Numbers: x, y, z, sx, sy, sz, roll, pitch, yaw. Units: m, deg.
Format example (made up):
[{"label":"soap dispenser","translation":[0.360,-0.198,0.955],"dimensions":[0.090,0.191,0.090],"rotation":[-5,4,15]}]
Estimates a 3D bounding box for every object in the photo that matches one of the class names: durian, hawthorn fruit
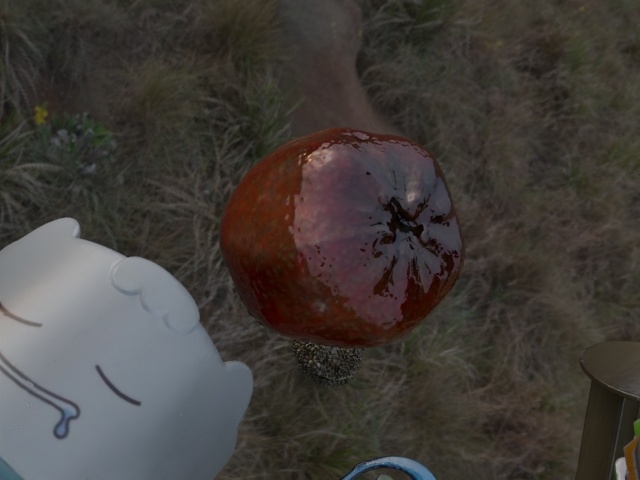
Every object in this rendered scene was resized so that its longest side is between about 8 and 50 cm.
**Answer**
[{"label":"durian","translation":[0.006,0.104,0.719],"dimensions":[0.080,0.080,0.091],"rotation":[2,33,-39]},{"label":"hawthorn fruit","translation":[0.000,0.000,0.520],"dimensions":[0.157,0.194,0.157],"rotation":[3,85,-43]}]

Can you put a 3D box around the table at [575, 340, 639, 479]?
[{"label":"table","translation":[0.429,0.276,0.985],"dimensions":[0.167,0.167,0.226],"rotation":[-16,116,-42]}]

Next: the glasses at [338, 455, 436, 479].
[{"label":"glasses","translation":[-0.002,0.273,0.666],"dimensions":[0.239,0.207,0.102],"rotation":[-32,93,-3]}]

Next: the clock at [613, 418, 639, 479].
[{"label":"clock","translation":[0.312,0.193,0.497],"dimensions":[0.309,0.166,0.235],"rotation":[76,20,-44]}]

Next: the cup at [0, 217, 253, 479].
[{"label":"cup","translation":[-0.173,0.165,0.439],"dimensions":[0.290,0.219,0.257],"rotation":[41,46,0]}]
